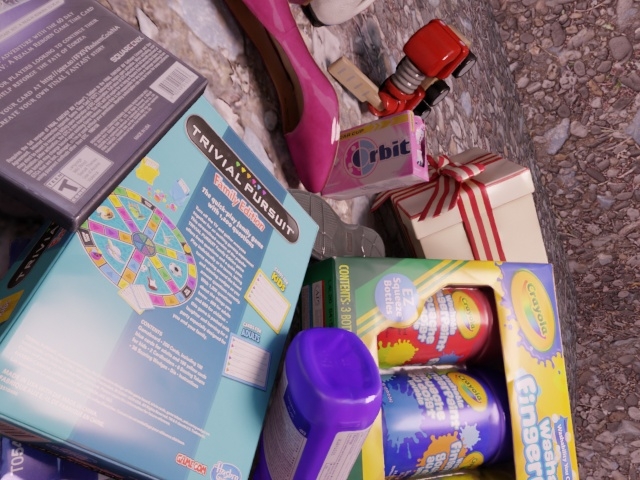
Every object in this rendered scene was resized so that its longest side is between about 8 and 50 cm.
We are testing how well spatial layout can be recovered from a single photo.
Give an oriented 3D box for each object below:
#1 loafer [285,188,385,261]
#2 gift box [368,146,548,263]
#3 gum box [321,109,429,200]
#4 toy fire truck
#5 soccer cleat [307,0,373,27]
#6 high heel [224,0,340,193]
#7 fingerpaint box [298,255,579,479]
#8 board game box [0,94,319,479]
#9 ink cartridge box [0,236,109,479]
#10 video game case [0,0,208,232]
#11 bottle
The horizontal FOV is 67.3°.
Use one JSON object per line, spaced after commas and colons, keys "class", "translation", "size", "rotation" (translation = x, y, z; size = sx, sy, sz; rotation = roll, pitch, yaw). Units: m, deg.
{"class": "loafer", "translation": [0.000, 0.000, 0.756], "size": [0.267, 0.084, 0.096], "rotation": [25, 61, -46]}
{"class": "gift box", "translation": [0.259, -0.030, 0.947], "size": [0.255, 0.276, 0.258], "rotation": [-121, -172, -69]}
{"class": "gum box", "translation": [0.091, -0.140, 0.819], "size": [0.062, 0.188, 0.107], "rotation": [9, 75, -54]}
{"class": "toy fire truck", "translation": [0.158, -0.340, 0.966], "size": [0.158, 0.217, 0.246], "rotation": [51, 41, 9]}
{"class": "soccer cleat", "translation": [0.086, -0.513, 0.948], "size": [0.116, 0.143, 0.331], "rotation": [59, 40, -27]}
{"class": "high heel", "translation": [-0.080, -0.252, 0.717], "size": [0.181, 0.127, 0.377], "rotation": [-9, 94, -27]}
{"class": "fingerpaint box", "translation": [0.168, 0.254, 0.697], "size": [0.371, 0.163, 0.445], "rotation": [3, 78, -20]}
{"class": "board game box", "translation": [-0.134, 0.044, 0.466], "size": [0.254, 0.079, 0.336], "rotation": [49, 42, -36]}
{"class": "ink cartridge box", "translation": [-0.187, 0.110, 0.484], "size": [0.224, 0.045, 0.223], "rotation": [9, 74, -54]}
{"class": "video game case", "translation": [-0.251, -0.152, 0.370], "size": [0.274, 0.026, 0.196], "rotation": [33, 51, -10]}
{"class": "bottle", "translation": [-0.017, 0.232, 0.538], "size": [0.092, 0.283, 0.118], "rotation": [5, 31, -20]}
